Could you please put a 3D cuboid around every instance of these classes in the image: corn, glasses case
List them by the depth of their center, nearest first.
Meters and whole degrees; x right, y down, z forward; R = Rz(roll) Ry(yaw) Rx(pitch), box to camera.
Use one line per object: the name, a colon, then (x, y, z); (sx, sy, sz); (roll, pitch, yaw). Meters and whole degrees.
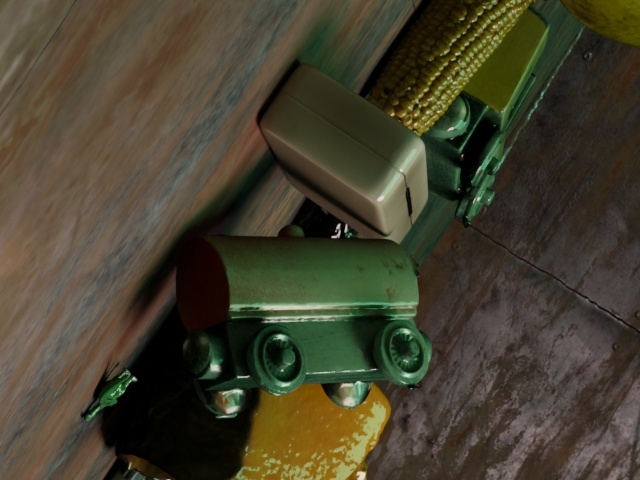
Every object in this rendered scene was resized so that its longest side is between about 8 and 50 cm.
glasses case: (0.030, -0.075, 1.568); (0.076, 0.144, 0.336); (-55, 173, -4)
corn: (0.155, -0.234, 1.824); (0.293, 0.106, 0.106); (-55, 172, -14)

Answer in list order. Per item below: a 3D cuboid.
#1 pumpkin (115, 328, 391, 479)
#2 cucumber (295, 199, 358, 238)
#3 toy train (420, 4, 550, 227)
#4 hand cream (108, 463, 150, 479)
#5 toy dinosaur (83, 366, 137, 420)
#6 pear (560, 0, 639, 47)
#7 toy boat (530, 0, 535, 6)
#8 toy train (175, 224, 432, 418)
pumpkin: (-0.070, 0.206, 1.683); (0.225, 0.256, 0.303); (-53, 180, -18)
cucumber: (-0.001, 0.000, 1.912); (0.241, 0.074, 0.074); (-58, 172, 22)
toy train: (0.198, -0.175, 2.145); (0.253, 0.160, 0.397); (-61, 172, -8)
hand cream: (-0.240, 0.307, 1.823); (0.175, 0.046, 0.095); (-51, 174, 8)
toy dinosaur: (-0.202, 0.145, 1.494); (0.062, 0.021, 0.083); (-42, 171, -9)
pear: (0.367, -0.365, 1.780); (0.287, 0.287, 0.375); (-51, 131, -33)
toy boat: (0.340, -0.413, 2.249); (0.068, 0.088, 0.226); (-49, 168, -47)
toy train: (-0.015, 0.070, 1.507); (0.285, 0.177, 0.116); (1, 163, -39)
